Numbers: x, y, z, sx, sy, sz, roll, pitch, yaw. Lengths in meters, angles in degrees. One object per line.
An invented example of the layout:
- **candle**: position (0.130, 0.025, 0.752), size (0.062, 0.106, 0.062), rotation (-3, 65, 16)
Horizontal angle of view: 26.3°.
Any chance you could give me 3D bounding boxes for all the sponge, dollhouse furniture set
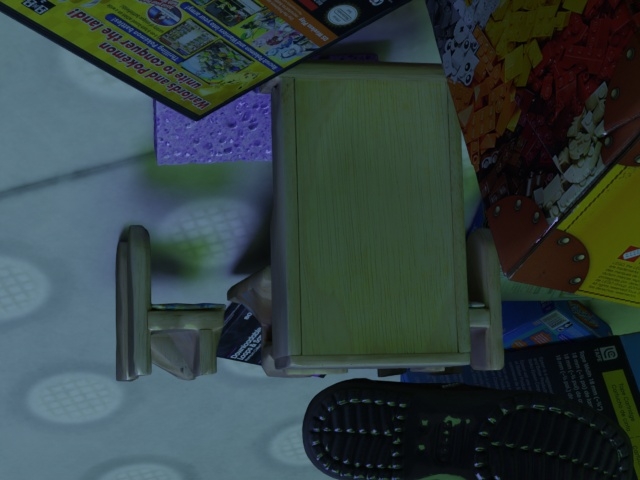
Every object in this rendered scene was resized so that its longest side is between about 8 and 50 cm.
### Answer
- **sponge**: position (-0.052, -0.121, 1.276), size (0.210, 0.031, 0.117), rotation (-3, 142, -10)
- **dollhouse furniture set**: position (0.000, 0.000, 1.309), size (0.362, 0.256, 0.394), rotation (1, 173, -13)

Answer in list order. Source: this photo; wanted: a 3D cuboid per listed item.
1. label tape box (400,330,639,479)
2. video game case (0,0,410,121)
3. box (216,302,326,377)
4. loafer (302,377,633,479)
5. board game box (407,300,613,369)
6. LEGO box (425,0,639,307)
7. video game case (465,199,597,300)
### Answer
- **label tape box**: position (0.277, 0.245, 1.572), size (0.333, 0.241, 0.106), rotation (-8, 142, -3)
- **video game case**: position (-0.065, -0.193, 0.977), size (0.248, 0.035, 0.275), rotation (-27, 156, 19)
- **box**: position (-0.038, 0.106, 1.574), size (0.162, 0.029, 0.116), rotation (15, 136, -27)
- **loafer**: position (0.153, 0.202, 1.441), size (0.366, 0.134, 0.130), rotation (14, -178, -12)
- **board game box**: position (0.233, 0.140, 1.666), size (0.210, 0.047, 0.160), rotation (-31, 138, 24)
- **LEGO box**: position (0.351, -0.123, 1.091), size (0.500, 0.372, 0.193), rotation (12, 137, -27)
- **video game case**: position (0.297, -0.036, 1.445), size (0.244, 0.061, 0.269), rotation (2, 141, -13)
